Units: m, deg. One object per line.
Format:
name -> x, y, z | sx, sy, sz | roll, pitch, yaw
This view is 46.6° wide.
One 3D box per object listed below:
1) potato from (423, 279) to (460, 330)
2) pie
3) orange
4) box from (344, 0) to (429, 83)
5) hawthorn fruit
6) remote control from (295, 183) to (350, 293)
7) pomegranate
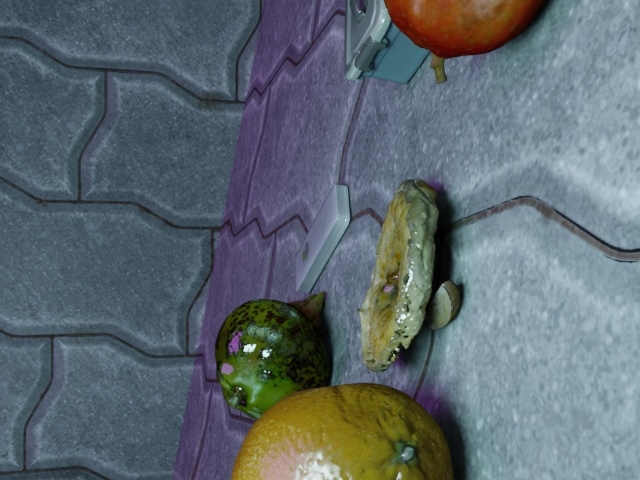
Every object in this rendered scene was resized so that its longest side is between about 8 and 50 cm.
potato -> 0.156, 0.080, 0.918 | 0.037, 0.036, 0.093 | 51, 152, 18
pie -> 0.103, 0.045, 0.999 | 0.274, 0.055, 0.274 | -166, 90, -85
orange -> 0.028, 0.274, 0.826 | 0.264, 0.264, 0.264 | -169, 90, -74
box -> 0.109, -0.374, 1.205 | 0.162, 0.130, 0.227 | 128, 148, -56
hawthorn fruit -> 0.167, -0.302, 0.861 | 0.205, 0.205, 0.253 | -113, 30, -63
remote control -> 0.000, 0.000, 1.485 | 0.250, 0.034, 0.103 | 119, 156, -45
pomegranate -> -0.088, 0.195, 1.357 | 0.277, 0.203, 0.222 | -95, 7, -52
